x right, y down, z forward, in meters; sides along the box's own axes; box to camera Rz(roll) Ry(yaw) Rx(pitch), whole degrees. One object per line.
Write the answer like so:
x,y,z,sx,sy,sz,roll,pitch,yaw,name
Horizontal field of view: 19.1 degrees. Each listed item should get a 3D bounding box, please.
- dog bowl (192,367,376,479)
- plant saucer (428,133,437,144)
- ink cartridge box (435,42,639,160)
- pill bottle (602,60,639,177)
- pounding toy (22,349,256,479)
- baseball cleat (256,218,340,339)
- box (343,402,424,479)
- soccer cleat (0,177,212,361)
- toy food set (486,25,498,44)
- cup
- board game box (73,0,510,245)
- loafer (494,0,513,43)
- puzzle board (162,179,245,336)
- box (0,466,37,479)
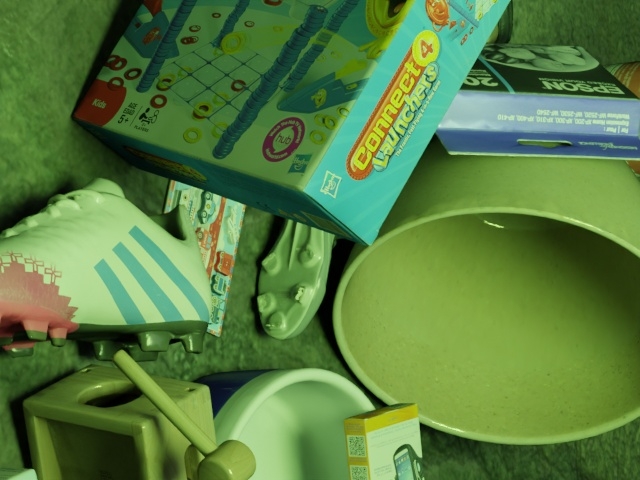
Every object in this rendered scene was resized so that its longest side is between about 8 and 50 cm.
-0.045,0.244,1.659,0.265,0.104,0.264,6,83,-51,dog bowl
0.177,-0.100,2.018,0.199,0.036,0.198,6,82,-51,plant saucer
0.184,-0.133,1.763,0.206,0.208,0.045,1,115,-17,ink cartridge box
0.306,-0.123,1.978,0.121,0.216,0.121,6,82,-51,pill bottle
-0.121,0.154,1.468,0.094,0.206,0.181,-28,118,-49,pounding toy
0.000,0.000,1.761,0.109,0.072,0.205,29,69,-54,baseball cleat
0.060,0.217,1.687,0.081,0.028,0.136,-9,97,-52,box
-0.209,0.018,1.477,0.331,0.116,0.143,9,72,-57,soccer cleat
0.120,-0.259,1.896,0.232,0.111,0.104,67,16,-6,toy food set
0.191,0.003,1.836,0.331,0.331,0.237,52,34,-36,cup
-0.011,-0.175,1.507,0.086,0.308,0.302,39,76,-41,board game box
0.138,-0.292,1.962,0.078,0.076,0.223,-31,120,-16,loafer
-0.107,0.010,1.672,0.096,0.011,0.128,29,65,-47,puzzle board
-0.283,0.213,1.344,0.137,0.126,0.072,-25,108,-49,box
